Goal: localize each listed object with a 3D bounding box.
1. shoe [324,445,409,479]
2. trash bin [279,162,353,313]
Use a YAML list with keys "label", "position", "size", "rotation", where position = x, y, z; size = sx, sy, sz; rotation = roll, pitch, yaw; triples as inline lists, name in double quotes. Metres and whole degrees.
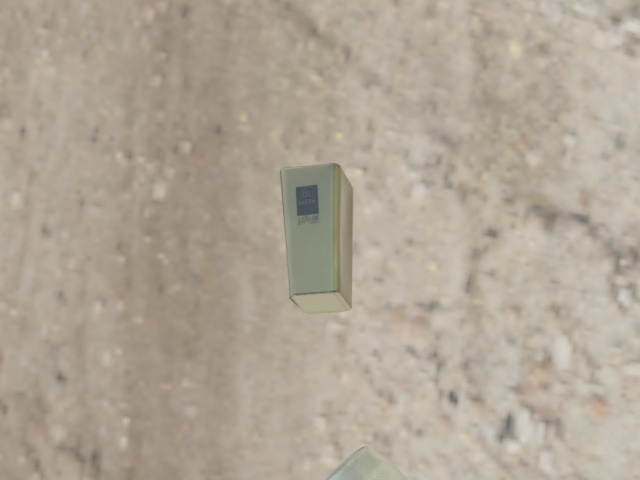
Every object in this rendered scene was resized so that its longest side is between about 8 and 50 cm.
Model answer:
- label: "shoe"
  position: [0.013, 0.208, 0.775]
  size: [0.110, 0.095, 0.265]
  rotation: [33, 138, 17]
- label: "trash bin"
  position: [0.000, 0.000, 1.213]
  size: [0.043, 0.061, 0.092]
  rotation: [-6, 73, 10]
